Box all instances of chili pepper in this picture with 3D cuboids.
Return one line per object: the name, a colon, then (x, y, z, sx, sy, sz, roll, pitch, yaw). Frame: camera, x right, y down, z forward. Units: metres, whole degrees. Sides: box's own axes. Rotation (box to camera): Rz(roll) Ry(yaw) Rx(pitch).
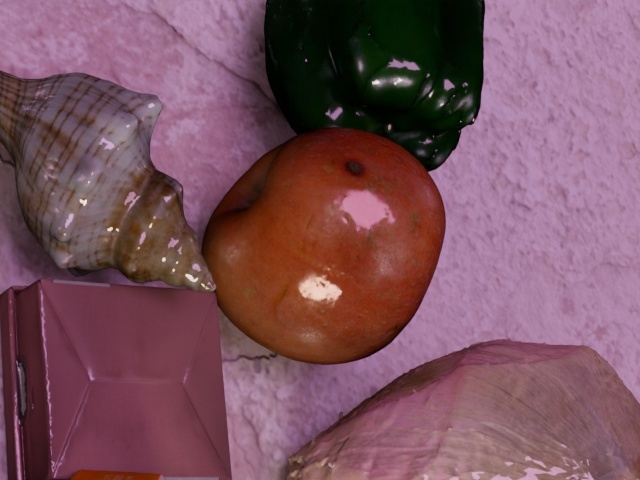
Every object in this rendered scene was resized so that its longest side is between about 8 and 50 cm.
chili pepper: (0.068, -0.208, 1.998, 0.248, 0.233, 0.256, 12, 45, -21)

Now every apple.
apple: (0.000, 0.000, 1.872, 0.253, 0.253, 0.253, 13, 65, -31)

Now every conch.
conch: (-0.232, -0.095, 1.783, 0.386, 0.169, 0.203, 57, 15, 7)

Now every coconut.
coconut: (0.195, 0.288, 1.824, 0.405, 0.404, 0.404, 13, 65, -31)

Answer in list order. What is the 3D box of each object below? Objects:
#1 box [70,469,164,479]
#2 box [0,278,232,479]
box: (-0.197, 0.336, 1.559, 0.091, 0.274, 0.220, 2, 100, 4)
box: (-0.199, 0.146, 1.777, 0.215, 0.086, 0.215, 6, 69, -34)
